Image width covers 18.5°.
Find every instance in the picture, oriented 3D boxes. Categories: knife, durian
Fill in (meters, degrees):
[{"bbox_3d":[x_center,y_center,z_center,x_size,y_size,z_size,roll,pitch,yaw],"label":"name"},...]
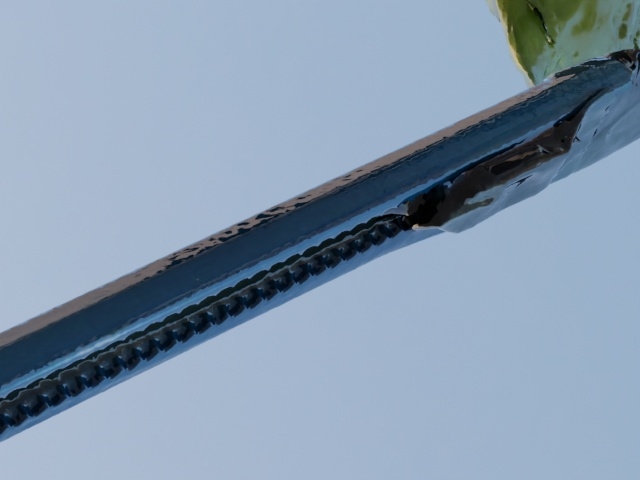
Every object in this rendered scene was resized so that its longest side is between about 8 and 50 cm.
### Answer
[{"bbox_3d":[0.001,0.002,0.490,0.296,0.044,0.026,-26,-107,-36],"label":"knife"},{"bbox_3d":[0.146,-0.162,1.058,0.101,0.250,0.139,-31,-91,32],"label":"durian"}]
